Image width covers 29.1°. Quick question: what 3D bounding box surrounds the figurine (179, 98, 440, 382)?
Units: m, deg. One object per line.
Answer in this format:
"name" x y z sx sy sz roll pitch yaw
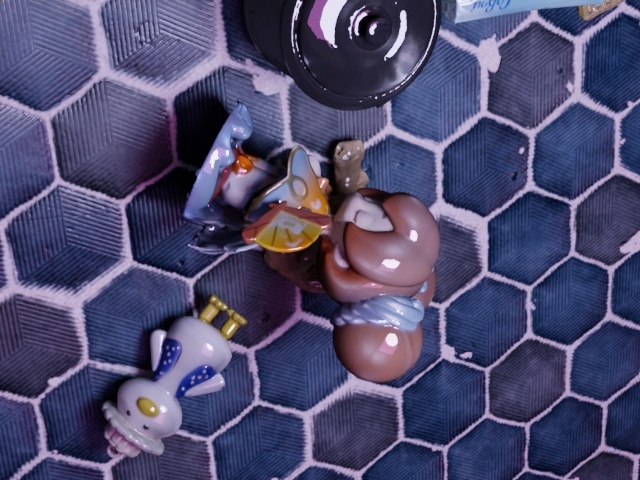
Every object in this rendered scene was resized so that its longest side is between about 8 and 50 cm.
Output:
"figurine" 0.000 0.000 1.751 0.388 0.276 0.248 26 126 -3

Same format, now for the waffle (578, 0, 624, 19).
"waffle" 0.442 -0.429 1.975 0.092 0.021 0.135 -26 122 -12

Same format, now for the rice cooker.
"rice cooker" 0.031 -0.312 1.697 0.241 0.227 0.280 -34 122 -9

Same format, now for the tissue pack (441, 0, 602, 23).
"tissue pack" 0.312 -0.431 1.852 0.263 0.089 0.177 -9 123 -16

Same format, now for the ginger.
"ginger" -0.003 -0.038 1.905 0.149 0.065 0.258 6 111 -25

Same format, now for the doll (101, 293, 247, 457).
"doll" -0.229 0.214 1.872 0.138 0.119 0.293 40 92 -7
